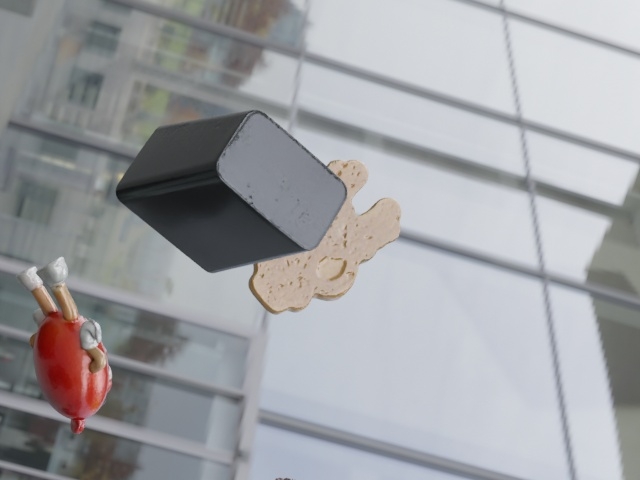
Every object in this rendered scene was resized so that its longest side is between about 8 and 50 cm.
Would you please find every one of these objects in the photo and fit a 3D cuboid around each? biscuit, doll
[{"bbox_3d":[0.002,0.003,1.767,0.236,0.144,0.040,-44,180,-16],"label":"biscuit"},{"bbox_3d":[-0.310,0.130,1.628,0.183,0.085,0.217,-13,-85,58],"label":"doll"}]

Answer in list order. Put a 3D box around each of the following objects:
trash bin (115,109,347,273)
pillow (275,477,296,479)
[{"bbox_3d":[-0.096,-0.056,1.465,0.225,0.165,0.115,-8,-134,57],"label":"trash bin"},{"bbox_3d":[-0.111,0.486,2.119,0.248,0.135,0.049,-37,-146,-5],"label":"pillow"}]
